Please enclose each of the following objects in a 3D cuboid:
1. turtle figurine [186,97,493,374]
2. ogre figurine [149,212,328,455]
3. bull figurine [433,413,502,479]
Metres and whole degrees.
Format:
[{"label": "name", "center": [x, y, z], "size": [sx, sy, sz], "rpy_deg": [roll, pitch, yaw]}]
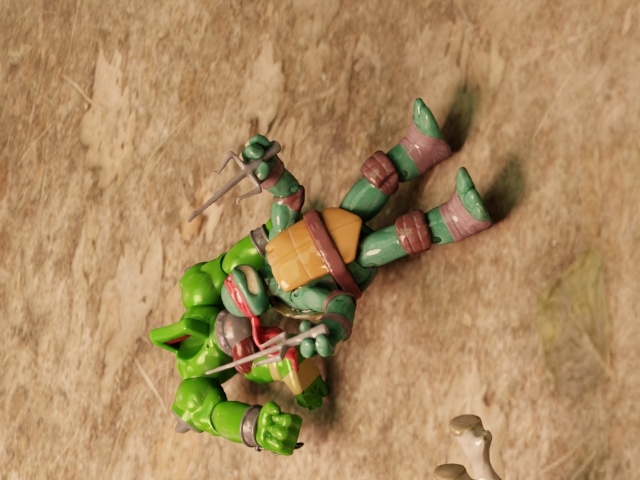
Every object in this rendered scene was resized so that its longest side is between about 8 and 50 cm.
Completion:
[{"label": "turtle figurine", "center": [0.000, 0.000, 1.386], "size": [0.234, 0.118, 0.175], "rpy_deg": [-30, 74, 1]}, {"label": "ogre figurine", "center": [-0.062, 0.073, 1.477], "size": [0.118, 0.097, 0.197], "rpy_deg": [-12, 83, 30]}, {"label": "bull figurine", "center": [0.134, 0.228, 1.222], "size": [0.310, 0.101, 0.188], "rpy_deg": [12, 121, 38]}]
